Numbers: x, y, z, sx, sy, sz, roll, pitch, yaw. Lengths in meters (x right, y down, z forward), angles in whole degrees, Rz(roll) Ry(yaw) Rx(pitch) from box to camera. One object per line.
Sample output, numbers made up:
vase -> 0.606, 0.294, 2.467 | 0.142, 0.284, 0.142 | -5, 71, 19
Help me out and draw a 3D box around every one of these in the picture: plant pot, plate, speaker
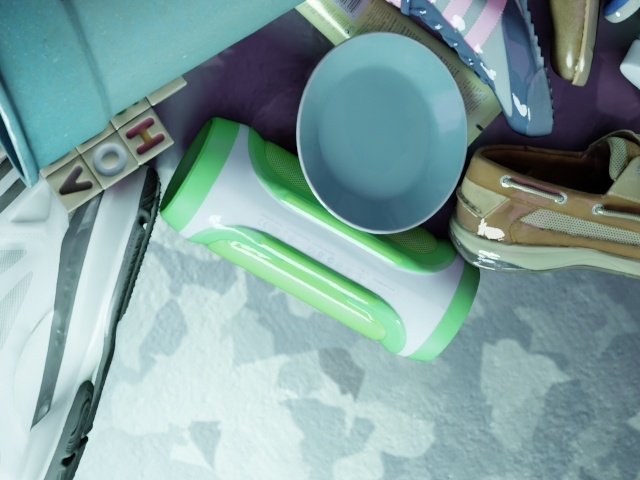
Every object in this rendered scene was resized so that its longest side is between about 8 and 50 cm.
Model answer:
plant pot -> -0.175, -0.268, 1.678 | 0.334, 0.341, 0.341 | -26, 106, -9
plate -> 0.055, -0.100, 1.835 | 0.188, 0.024, 0.188 | -1, 93, -30
speaker -> 0.000, 0.000, 1.880 | 0.296, 0.131, 0.131 | 29, 101, -12

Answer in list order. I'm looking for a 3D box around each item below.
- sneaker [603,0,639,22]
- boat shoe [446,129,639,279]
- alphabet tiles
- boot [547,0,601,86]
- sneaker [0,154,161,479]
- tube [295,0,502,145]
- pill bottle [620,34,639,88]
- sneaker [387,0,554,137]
sneaker -> 0.290, -0.287, 1.860 | 0.084, 0.058, 0.152 | 30, 96, -18
boat shoe -> 0.285, -0.038, 1.877 | 0.324, 0.122, 0.120 | -1, 120, -12
alphabet tiles -> -0.247, -0.153, 1.816 | 0.198, 0.009, 0.237 | -34, 80, -3
boot -> 0.208, -0.294, 1.834 | 0.115, 0.112, 0.305 | -3, 96, 1
sneaker -> -0.334, 0.107, 1.885 | 0.257, 0.169, 0.447 | 18, 95, 0
tube -> 0.070, -0.178, 1.878 | 0.240, 0.062, 0.070 | 39, 142, -18
pill bottle -> 0.374, -0.224, 1.833 | 0.119, 0.119, 0.208 | 32, 86, -12
sneaker -> 0.115, -0.228, 1.839 | 0.131, 0.112, 0.319 | -23, 97, -2
